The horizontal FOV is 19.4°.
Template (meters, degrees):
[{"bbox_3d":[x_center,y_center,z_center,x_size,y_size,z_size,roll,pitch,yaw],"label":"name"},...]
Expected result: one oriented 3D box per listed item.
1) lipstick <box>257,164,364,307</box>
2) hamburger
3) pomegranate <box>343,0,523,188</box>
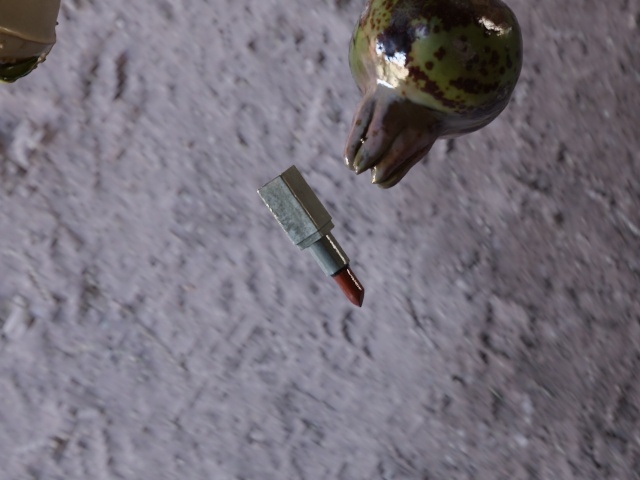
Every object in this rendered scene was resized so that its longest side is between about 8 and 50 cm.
[{"bbox_3d":[-0.001,0.001,1.547,0.030,0.030,0.129,-32,95,32],"label":"lipstick"},{"bbox_3d":[-0.360,-0.247,1.853,0.237,0.237,0.147,35,110,26],"label":"hamburger"},{"bbox_3d":[0.080,-0.112,1.326,0.125,0.138,0.163,9,79,-18],"label":"pomegranate"}]
